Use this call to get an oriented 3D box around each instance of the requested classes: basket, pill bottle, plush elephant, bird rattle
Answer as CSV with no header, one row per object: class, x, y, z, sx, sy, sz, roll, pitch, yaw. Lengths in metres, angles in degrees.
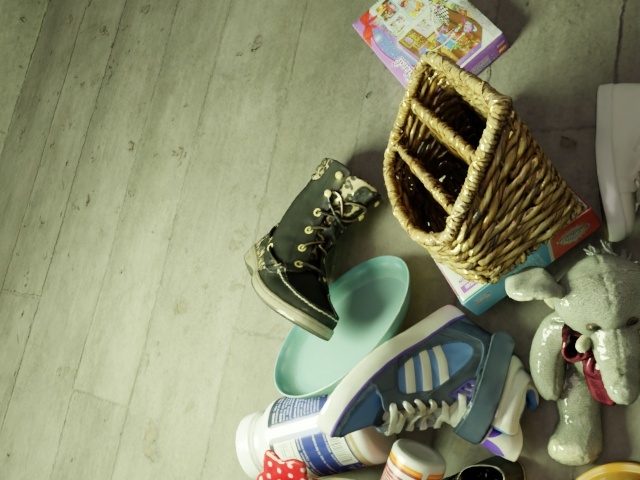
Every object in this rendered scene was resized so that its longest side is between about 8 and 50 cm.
basket,0.184,-0.106,0.855,0.213,0.223,0.299,-41,30,13
pill bottle,0.129,0.391,0.894,0.086,0.086,0.152,24,98,37
pill bottle,-0.011,0.342,1.043,0.264,0.153,0.153,-23,63,26
plush elephant,0.396,0.125,0.780,0.272,0.255,0.330,-15,66,29
bird rattle,0.003,0.442,0.972,0.207,0.253,0.143,-7,28,3

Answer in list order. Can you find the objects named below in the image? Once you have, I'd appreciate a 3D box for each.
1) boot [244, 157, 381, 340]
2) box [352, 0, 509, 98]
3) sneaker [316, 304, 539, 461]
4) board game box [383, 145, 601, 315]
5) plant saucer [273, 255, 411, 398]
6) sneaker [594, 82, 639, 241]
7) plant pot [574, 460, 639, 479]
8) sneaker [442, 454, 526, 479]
boot,0.000,0.000,1.108,0.284,0.138,0.377,-52,23,4
box,0.217,-0.423,1.205,0.201,0.057,0.293,-40,57,16
sneaker,0.184,0.255,0.878,0.323,0.130,0.236,-30,59,-28
board game box,0.276,-0.066,1.008,0.242,0.064,0.316,-40,46,17
plant saucer,0.044,0.157,1.044,0.317,0.044,0.317,-40,18,16
sneaker,0.482,-0.132,0.880,0.123,0.106,0.290,0,60,28
plant pot,0.393,0.390,0.736,0.205,0.188,0.205,-11,69,31
sneaker,0.204,0.400,0.902,0.222,0.118,0.083,-43,56,14
